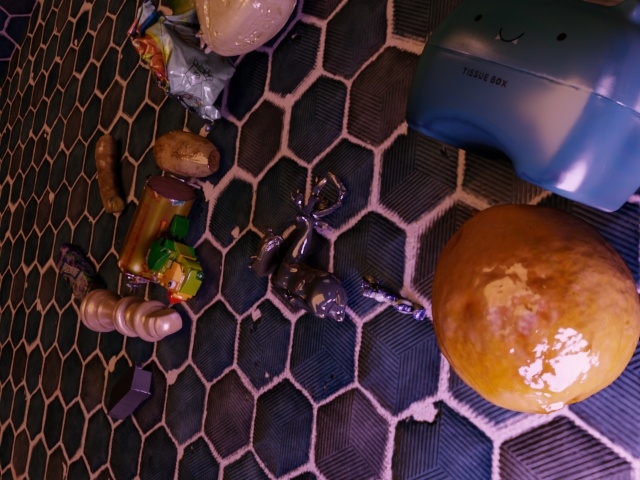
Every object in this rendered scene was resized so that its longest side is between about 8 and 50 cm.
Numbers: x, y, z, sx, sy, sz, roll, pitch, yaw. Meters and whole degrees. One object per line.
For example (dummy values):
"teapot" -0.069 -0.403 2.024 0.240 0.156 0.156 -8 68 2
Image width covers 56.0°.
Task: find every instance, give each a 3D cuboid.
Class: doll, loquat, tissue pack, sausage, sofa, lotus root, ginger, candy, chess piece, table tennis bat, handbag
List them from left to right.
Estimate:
"candy" -0.750 0.107 1.872 0.312 0.061 0.088 35 104 47
"ginger" -0.640 -0.197 1.820 0.118 0.065 0.298 -56 43 42
"sofa" -0.472 0.377 1.509 0.147 0.060 0.085 -46 33 31
"chess piece" -0.468 0.192 1.503 0.397 0.117 0.117 1 82 47
"sausage" -0.419 -0.003 1.478 0.317 0.125 0.117 -62 33 18
"doll" -0.327 0.053 1.377 0.134 0.106 0.186 -46 49 17
"lotus root" -0.331 -0.212 1.457 0.258 0.097 0.110 15 90 45
"table tennis bat" -0.327 -0.143 1.449 0.050 0.083 0.007 -130 64 -85
"handbag" -0.098 0.023 1.152 0.047 0.072 0.111 52 140 25
"loquat" 0.234 0.073 0.678 0.238 0.193 0.238 -17 68 53
"tissue pack" 0.257 -0.176 0.705 0.287 0.198 0.206 41 112 47

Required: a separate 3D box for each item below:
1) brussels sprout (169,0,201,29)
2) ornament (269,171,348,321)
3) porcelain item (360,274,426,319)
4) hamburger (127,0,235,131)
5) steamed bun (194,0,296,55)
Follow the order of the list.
"brussels sprout" -0.287 -0.597 1.465 0.181 0.144 0.161 -34 34 12
"ornament" 0.000 0.000 1.043 0.202 0.080 0.236 25 99 52
"porcelain item" 0.092 0.083 0.922 0.136 0.075 0.021 30 105 47
"hamburger" -0.288 -0.407 1.365 0.151 0.276 0.260 -30 64 12
"steamed bun" -0.148 -0.523 1.277 0.273 0.166 0.232 -38 65 39
